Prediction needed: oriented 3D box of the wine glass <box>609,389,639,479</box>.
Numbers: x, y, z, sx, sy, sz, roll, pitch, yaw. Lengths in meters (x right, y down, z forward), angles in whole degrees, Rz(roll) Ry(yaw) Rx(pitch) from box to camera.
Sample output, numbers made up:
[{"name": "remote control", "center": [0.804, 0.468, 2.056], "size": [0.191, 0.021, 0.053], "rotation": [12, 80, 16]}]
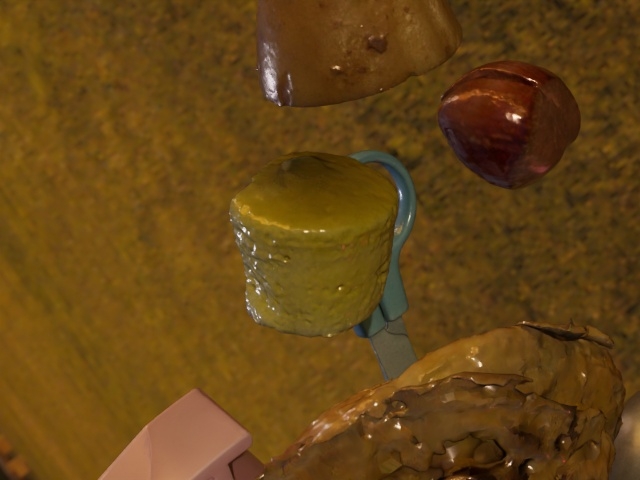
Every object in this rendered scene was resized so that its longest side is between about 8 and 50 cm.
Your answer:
[{"name": "wine glass", "center": [0.257, 0.154, 1.089], "size": [0.103, 0.222, 0.103], "rotation": [18, 166, 5]}]

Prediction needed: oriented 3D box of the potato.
[{"name": "potato", "center": [0.017, -0.238, 1.415], "size": [0.203, 0.178, 0.158], "rotation": [-7, 124, 24]}]

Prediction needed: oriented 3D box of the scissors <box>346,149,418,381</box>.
[{"name": "scissors", "center": [0.081, 0.119, 1.659], "size": [0.029, 0.192, 0.447], "rotation": [11, 128, 54]}]

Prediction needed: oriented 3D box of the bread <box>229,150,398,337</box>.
[{"name": "bread", "center": [0.000, 0.000, 1.090], "size": [0.111, 0.129, 0.114], "rotation": [19, 125, 27]}]

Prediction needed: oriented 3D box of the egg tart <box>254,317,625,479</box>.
[{"name": "egg tart", "center": [0.090, 0.163, 0.930], "size": [0.297, 0.297, 0.132], "rotation": [80, 164, -55]}]

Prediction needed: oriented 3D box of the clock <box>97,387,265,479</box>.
[{"name": "clock", "center": [-0.123, 0.304, 1.181], "size": [0.080, 0.290, 0.275], "rotation": [32, 163, 43]}]

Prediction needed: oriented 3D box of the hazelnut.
[{"name": "hazelnut", "center": [0.199, -0.127, 1.583], "size": [0.143, 0.154, 0.143], "rotation": [12, 110, 35]}]
